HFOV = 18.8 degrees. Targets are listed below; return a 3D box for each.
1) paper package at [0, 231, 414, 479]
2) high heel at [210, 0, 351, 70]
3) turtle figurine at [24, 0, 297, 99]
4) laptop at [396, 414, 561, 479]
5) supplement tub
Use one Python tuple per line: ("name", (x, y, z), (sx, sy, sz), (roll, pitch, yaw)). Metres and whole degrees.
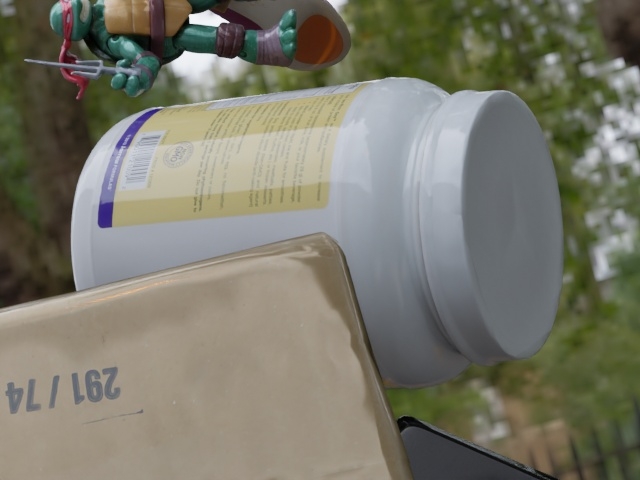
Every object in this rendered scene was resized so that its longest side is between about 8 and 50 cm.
("paper package", (-0.102, 0.182, 1.047), (0.324, 0.309, 0.168), (-15, -21, -4))
("high heel", (-0.073, -0.246, 1.951), (0.244, 0.117, 0.082), (14, -66, -45))
("turtle figurine", (-0.143, -0.198, 1.652), (0.234, 0.175, 0.118), (-3, -11, -16))
("laptop", (0.121, 0.402, 1.587), (0.408, 0.236, 0.382), (27, -66, -38))
("supplement tub", (0.000, 0.000, 1.514), (0.331, 0.241, 0.241), (-4, -5, 27))
